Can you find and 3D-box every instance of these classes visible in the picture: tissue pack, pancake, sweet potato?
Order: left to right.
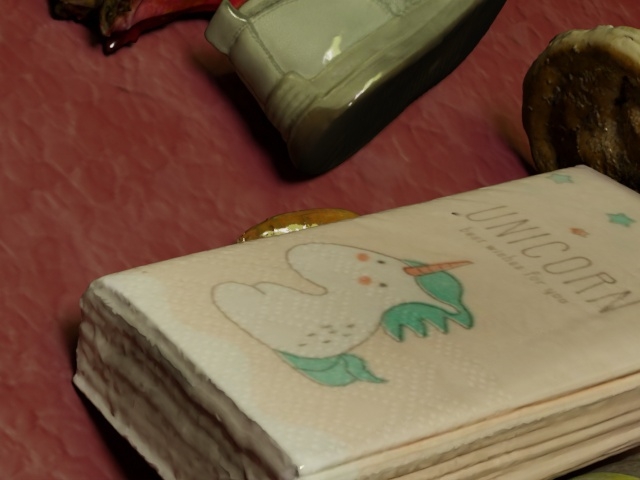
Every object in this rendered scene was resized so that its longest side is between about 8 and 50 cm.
[{"bbox_3d":[0.000,0.000,0.838,0.095,0.034,0.034,3,57,-34],"label":"sweet potato"},{"bbox_3d":[0.064,0.048,0.774,0.325,0.071,0.170,-13,34,-37],"label":"tissue pack"},{"bbox_3d":[0.165,-0.045,0.907,0.028,0.158,0.158,-23,73,-28],"label":"pancake"}]

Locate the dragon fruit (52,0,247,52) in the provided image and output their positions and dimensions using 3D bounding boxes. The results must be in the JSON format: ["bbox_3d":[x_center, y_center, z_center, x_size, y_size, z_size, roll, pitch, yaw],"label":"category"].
[{"bbox_3d":[-0.085,-0.233,0.886,0.163,0.189,0.261,-7,63,-2],"label":"dragon fruit"}]

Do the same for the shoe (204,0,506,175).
[{"bbox_3d":[0.045,-0.143,0.926,0.098,0.103,0.275,44,46,6],"label":"shoe"}]

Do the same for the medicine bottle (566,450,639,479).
[{"bbox_3d":[0.114,0.183,0.701,0.322,0.151,0.151,-13,67,-39],"label":"medicine bottle"}]
